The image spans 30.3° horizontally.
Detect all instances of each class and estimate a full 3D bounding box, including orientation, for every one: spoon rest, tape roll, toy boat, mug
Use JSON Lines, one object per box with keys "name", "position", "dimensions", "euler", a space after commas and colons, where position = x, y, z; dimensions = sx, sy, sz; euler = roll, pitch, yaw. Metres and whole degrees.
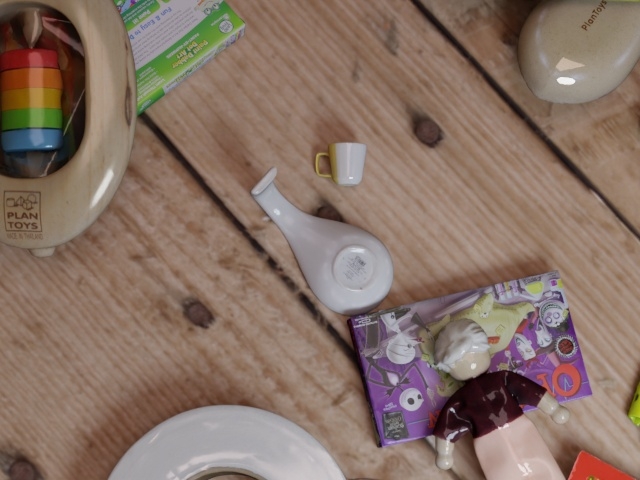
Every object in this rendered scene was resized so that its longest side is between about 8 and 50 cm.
{"name": "spoon rest", "position": [0.000, 0.000, 1.842], "dimensions": [0.276, 0.084, 0.137], "euler": [45, 78, -10]}
{"name": "tape roll", "position": [-0.135, 0.431, 1.691], "dimensions": [0.392, 0.072, 0.392], "euler": [-1, 75, 5]}
{"name": "toy boat", "position": [0.473, -0.281, 1.930], "dimensions": [0.318, 0.148, 0.267], "euler": [41, 71, 10]}
{"name": "mug", "position": [0.038, -0.120, 1.879], "dimensions": [0.062, 0.078, 0.064], "euler": [3, 86, -40]}

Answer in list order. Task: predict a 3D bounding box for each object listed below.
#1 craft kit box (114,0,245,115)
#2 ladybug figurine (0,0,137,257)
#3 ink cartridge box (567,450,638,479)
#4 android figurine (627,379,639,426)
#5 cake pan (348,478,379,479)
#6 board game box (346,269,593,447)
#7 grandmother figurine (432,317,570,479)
{"name": "craft kit box", "position": [-0.292, -0.356, 1.881], "dimensions": [0.250, 0.061, 0.247], "euler": [-39, 83, -13]}
{"name": "ladybug figurine", "position": [-0.412, -0.200, 1.751], "dimensions": [0.305, 0.162, 0.449], "euler": [2, 90, 6]}
{"name": "ink cartridge box", "position": [0.506, 0.532, 1.755], "dimensions": [0.385, 0.091, 0.308], "euler": [29, 77, -10]}
{"name": "android figurine", "position": [0.615, 0.277, 1.863], "dimensions": [0.248, 0.056, 0.273], "euler": [22, 77, -2]}
{"name": "cake pan", "position": [0.070, 0.502, 1.748], "dimensions": [0.293, 0.054, 0.293], "euler": [2, 78, -7]}
{"name": "board game box", "position": [0.232, 0.182, 1.840], "dimensions": [0.346, 0.056, 0.208], "euler": [-13, 84, -10]}
{"name": "grandmother figurine", "position": [0.261, 0.278, 1.750], "dimensions": [0.207, 0.104, 0.342], "euler": [-22, 78, -6]}
